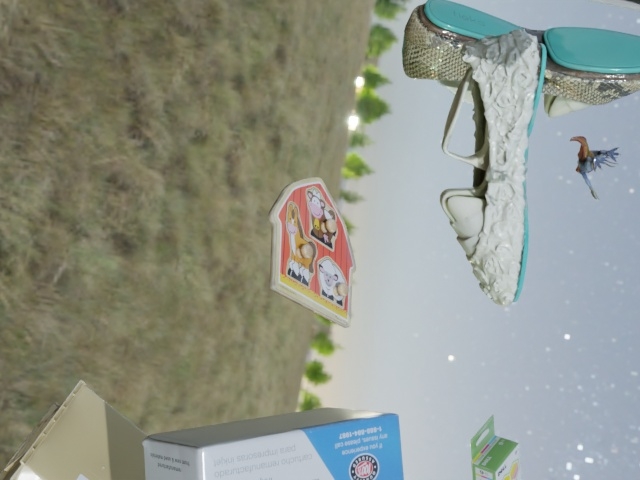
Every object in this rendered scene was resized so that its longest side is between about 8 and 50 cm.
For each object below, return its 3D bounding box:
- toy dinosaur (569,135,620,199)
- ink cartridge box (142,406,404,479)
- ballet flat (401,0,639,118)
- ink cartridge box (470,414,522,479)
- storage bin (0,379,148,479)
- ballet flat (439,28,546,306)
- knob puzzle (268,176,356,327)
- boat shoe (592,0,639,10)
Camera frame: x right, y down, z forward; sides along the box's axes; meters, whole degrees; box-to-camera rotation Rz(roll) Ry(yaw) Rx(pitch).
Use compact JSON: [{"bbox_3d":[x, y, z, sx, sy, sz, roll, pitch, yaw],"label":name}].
[{"bbox_3d":[0.309,-0.094,0.977,0.047,0.090,0.082,-43,-169,-7],"label":"toy dinosaur"},{"bbox_3d":[-0.033,0.328,0.809,0.129,0.223,0.308,-11,-98,55],"label":"ink cartridge box"},{"bbox_3d":[0.380,-0.314,1.557,0.164,0.482,0.182,-87,-173,-45],"label":"ballet flat"},{"bbox_3d":[0.372,0.487,1.799,0.109,0.062,0.209,-32,122,-44],"label":"ink cartridge box"},{"bbox_3d":[-0.427,0.442,1.571,0.123,0.262,0.260,-40,-167,32],"label":"storage bin"},{"bbox_3d":[0.241,-0.106,1.266,0.147,0.147,0.409,-79,172,-76],"label":"ballet flat"},{"bbox_3d":[0.000,0.000,1.137,0.213,0.030,0.213,29,53,-49],"label":"knob puzzle"},{"bbox_3d":[0.269,-0.296,0.902,0.076,0.226,0.083,-65,155,-21],"label":"boat shoe"}]
